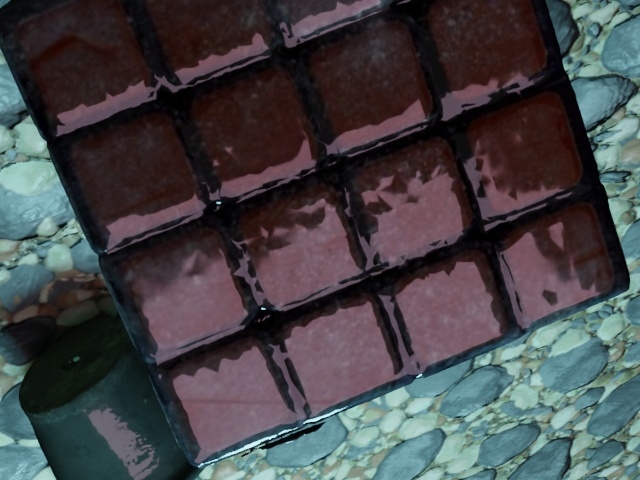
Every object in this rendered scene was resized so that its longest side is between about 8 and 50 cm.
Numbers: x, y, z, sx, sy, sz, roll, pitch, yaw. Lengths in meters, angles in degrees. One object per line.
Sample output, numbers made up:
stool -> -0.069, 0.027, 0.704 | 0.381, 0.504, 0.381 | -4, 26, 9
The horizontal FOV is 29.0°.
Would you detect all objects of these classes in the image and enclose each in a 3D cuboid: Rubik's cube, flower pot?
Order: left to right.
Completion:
flower pot -> -0.232, 0.180, 1.354 | 0.235, 0.235, 0.148 | -29, 119, 9
Rubik's cube -> -0.017, -0.089, 0.939 | 0.344, 0.337, 0.344 | -20, 107, -4
